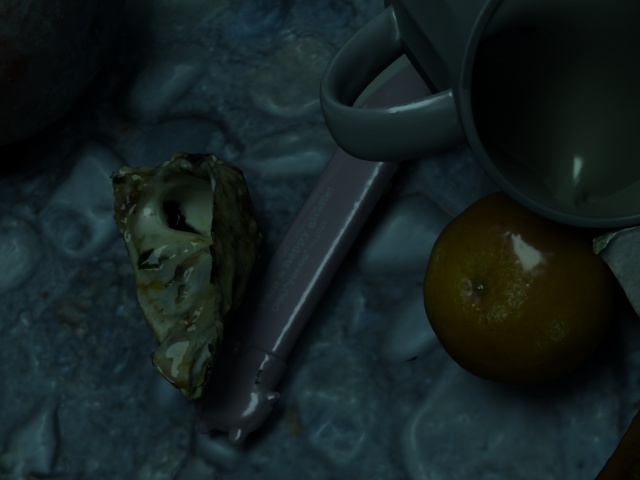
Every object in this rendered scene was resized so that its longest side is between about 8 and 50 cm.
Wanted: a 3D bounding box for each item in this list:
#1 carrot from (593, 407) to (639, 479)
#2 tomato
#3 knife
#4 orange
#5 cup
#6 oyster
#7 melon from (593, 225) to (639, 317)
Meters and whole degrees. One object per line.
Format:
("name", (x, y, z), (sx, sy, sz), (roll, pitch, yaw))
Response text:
("carrot", (0.220, 0.221, 1.191), (0.114, 0.114, 0.302), (26, 77, 39))
("tomato", (-0.342, -0.251, 1.692), (0.282, 0.316, 0.316), (17, 66, 13))
("knife", (0.000, 0.001, 1.510), (0.132, 0.038, 0.398), (14, 67, 44))
("orange", (0.158, 0.036, 1.334), (0.155, 0.134, 0.154), (3, 95, 36))
("cup", (0.148, -0.163, 1.344), (0.323, 0.237, 0.327), (-20, 26, -1))
("oyster", (-0.113, 0.029, 1.512), (0.166, 0.094, 0.294), (-38, 43, 32))
("melon", (0.272, 0.041, 1.295), (0.093, 0.202, 0.139), (-70, 18, -2))
